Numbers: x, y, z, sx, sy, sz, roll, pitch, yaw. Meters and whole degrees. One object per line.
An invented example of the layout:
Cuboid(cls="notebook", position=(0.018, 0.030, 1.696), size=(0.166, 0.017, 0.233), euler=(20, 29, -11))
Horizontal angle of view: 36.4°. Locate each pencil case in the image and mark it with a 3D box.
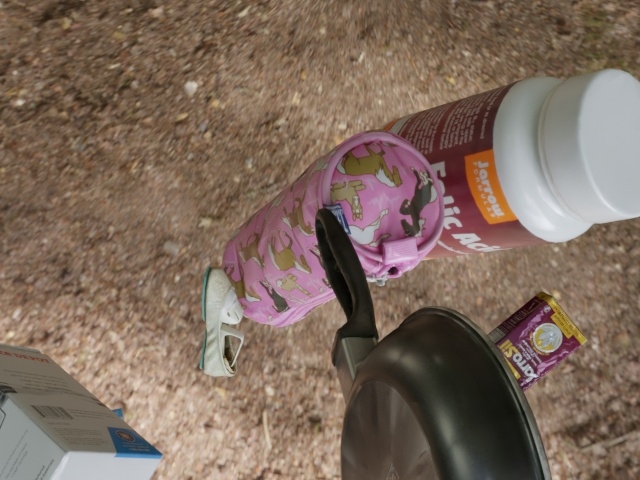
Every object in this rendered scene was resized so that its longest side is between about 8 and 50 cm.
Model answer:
Cuboid(cls="pencil case", position=(0.000, 0.000, 1.234), size=(0.160, 0.386, 0.167), euler=(42, 63, -9))

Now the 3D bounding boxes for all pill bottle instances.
Cuboid(cls="pill bottle", position=(0.255, -0.098, 1.348), size=(0.392, 0.224, 0.224), euler=(-11, 113, 51))

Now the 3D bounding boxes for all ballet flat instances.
Cuboid(cls="ballet flat", position=(-0.120, 0.102, 1.223), size=(0.052, 0.057, 0.168), euler=(13, 126, 8))

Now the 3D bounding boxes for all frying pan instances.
Cuboid(cls="frying pan", position=(0.043, 0.077, 0.532), size=(0.053, 0.326, 0.197), euler=(-4, 152, -21))

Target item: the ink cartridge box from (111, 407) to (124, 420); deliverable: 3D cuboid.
Cuboid(cls="ink cartridge box", position=(-0.310, 0.292, 1.433), size=(0.048, 0.083, 0.028), euler=(-11, 138, -9))

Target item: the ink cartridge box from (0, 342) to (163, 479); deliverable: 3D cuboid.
Cuboid(cls="ink cartridge box", position=(-0.265, 0.178, 0.915), size=(0.190, 0.139, 0.082), euler=(31, 92, 30))

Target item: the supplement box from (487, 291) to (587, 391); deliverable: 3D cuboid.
Cuboid(cls="supplement box", position=(0.196, 0.095, 0.912), size=(0.083, 0.043, 0.055), euler=(-40, 95, 1))
